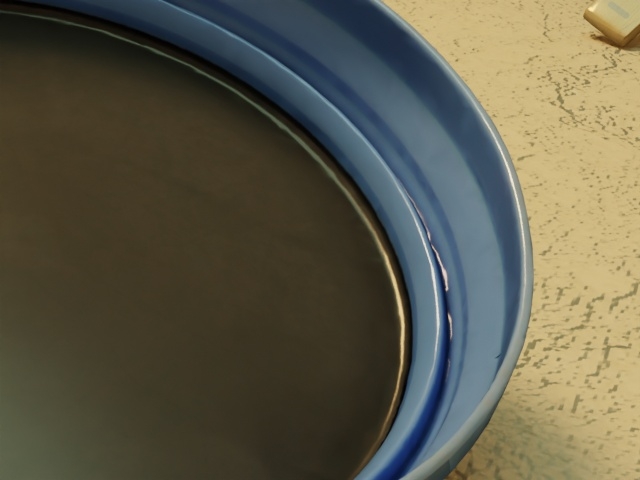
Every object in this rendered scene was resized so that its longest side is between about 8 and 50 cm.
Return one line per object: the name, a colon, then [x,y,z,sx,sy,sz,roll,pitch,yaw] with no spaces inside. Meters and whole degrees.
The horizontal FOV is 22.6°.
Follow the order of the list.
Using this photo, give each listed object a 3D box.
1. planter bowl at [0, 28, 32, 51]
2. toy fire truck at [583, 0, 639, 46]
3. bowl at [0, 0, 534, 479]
planter bowl: [-0.210,-0.015,0.710,0.217,0.090,0.217,12,42,-11]
toy fire truck: [0.279,-0.255,1.351,0.217,0.159,0.246,23,19,31]
bowl: [-0.110,-0.017,0.630,0.391,0.077,0.391,12,42,-11]
